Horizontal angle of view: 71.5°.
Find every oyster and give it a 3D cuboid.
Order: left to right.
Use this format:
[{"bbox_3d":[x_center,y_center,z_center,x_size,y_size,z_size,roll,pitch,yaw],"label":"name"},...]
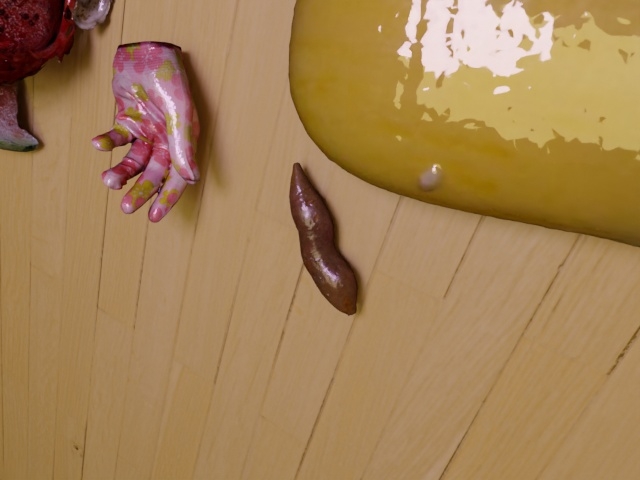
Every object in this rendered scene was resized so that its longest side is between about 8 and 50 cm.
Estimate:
[{"bbox_3d":[-0.350,-0.366,0.657,0.083,0.081,0.038,-48,55,-4],"label":"oyster"}]

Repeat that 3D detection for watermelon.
[{"bbox_3d":[-0.598,-0.234,0.797,0.097,0.121,0.159,1,103,48],"label":"watermelon"}]

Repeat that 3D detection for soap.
[{"bbox_3d":[0.160,-0.176,0.435,0.427,0.115,0.306,22,117,20],"label":"soap"}]

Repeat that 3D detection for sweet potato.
[{"bbox_3d":[-0.003,0.001,0.603,0.065,0.051,0.219,-20,95,33],"label":"sweet potato"}]

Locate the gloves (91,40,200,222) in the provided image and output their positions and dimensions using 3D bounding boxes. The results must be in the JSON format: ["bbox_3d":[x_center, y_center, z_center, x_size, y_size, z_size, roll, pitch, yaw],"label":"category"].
[{"bbox_3d":[-0.234,-0.150,0.635,0.145,0.126,0.242,0,104,1],"label":"gloves"}]

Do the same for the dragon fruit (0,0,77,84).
[{"bbox_3d":[-0.515,-0.363,0.617,0.301,0.295,0.296,-7,102,15],"label":"dragon fruit"}]
